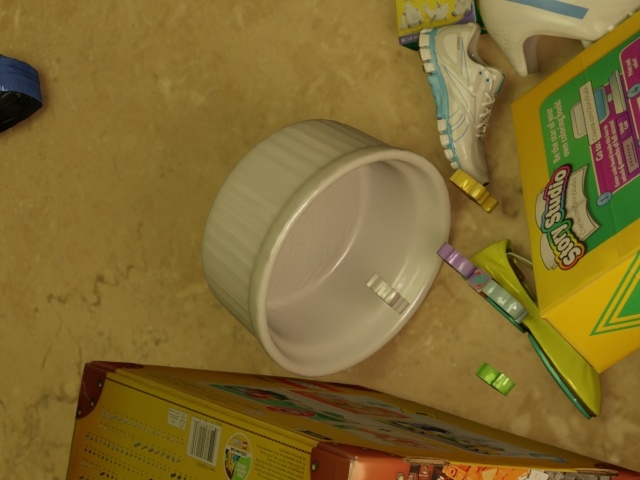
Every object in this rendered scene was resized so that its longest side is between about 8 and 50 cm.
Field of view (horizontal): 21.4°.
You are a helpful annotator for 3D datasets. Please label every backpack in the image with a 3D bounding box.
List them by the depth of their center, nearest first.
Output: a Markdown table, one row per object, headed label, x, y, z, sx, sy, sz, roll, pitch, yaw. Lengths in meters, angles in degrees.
| label | x | y | z | sx | sy | sz | roll | pitch | yaw |
| --- | --- | --- | --- | --- | --- | --- | --- | --- | --- |
| backpack | -0.441 | -0.206 | 2.287 | 0.120 | 0.098 | 0.101 | -20 | 71 | 31 |

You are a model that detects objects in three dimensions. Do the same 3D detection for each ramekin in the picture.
| label | x | y | z | sx | sy | sz | roll | pitch | yaw |
| --- | --- | --- | --- | --- | --- | --- | --- | --- | --- |
| ramekin | 0.000 | 0.000 | 1.880 | 0.135 | 0.277 | 0.277 | 34 | 103 | 38 |

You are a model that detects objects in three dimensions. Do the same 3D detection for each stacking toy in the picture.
| label | x | y | z | sx | sy | sz | roll | pitch | yaw |
| --- | --- | --- | --- | --- | --- | --- | --- | --- | --- |
| stacking toy | 0.173 | 0.043 | 1.809 | 0.167 | 0.052 | 0.221 | -50 | 55 | -1 |

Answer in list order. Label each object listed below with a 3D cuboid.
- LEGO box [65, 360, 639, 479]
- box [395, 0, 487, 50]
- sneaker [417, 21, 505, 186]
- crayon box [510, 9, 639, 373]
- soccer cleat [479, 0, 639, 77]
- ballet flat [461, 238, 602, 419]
| label | x | y | z | sx | sy | sz | roll | pitch | yaw |
| --- | --- | --- | --- | --- | --- | --- | --- | --- | --- |
| LEGO box | 0.023 | 0.264 | 1.679 | 0.500 | 0.372 | 0.193 | 11 | 91 | 56 |
| box | 0.135 | -0.319 | 1.956 | 0.105 | 0.043 | 0.179 | -11 | 77 | 31 |
| sneaker | 0.170 | -0.155 | 1.892 | 0.083 | 0.071 | 0.191 | -14 | 91 | 19 |
| crayon box | 0.346 | -0.092 | 1.645 | 0.313 | 0.106 | 0.363 | -37 | 28 | 26 |
| soccer cleat | 0.326 | -0.278 | 1.800 | 0.331 | 0.116 | 0.143 | -21 | 90 | 32 |
| ballet flat | 0.244 | 0.086 | 1.827 | 0.077 | 0.077 | 0.231 | -42 | 61 | 4 |
